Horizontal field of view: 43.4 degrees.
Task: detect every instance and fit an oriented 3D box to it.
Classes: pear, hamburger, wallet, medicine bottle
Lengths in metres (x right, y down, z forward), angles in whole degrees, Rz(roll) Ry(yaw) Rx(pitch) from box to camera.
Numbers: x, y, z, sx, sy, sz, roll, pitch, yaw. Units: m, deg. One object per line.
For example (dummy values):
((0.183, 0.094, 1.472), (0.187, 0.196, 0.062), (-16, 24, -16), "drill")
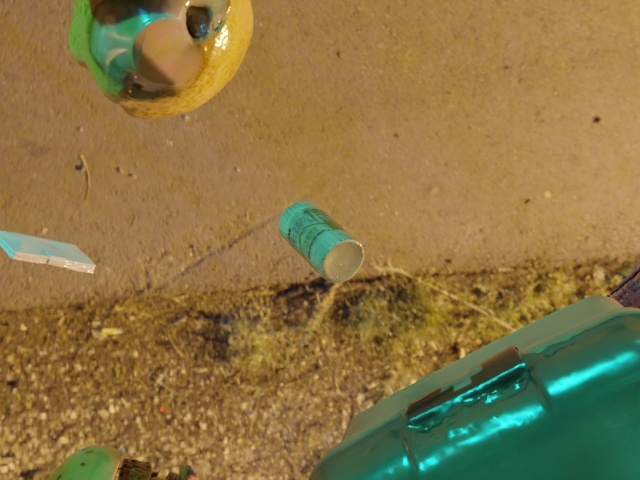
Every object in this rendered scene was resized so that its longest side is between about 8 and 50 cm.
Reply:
((-0.237, -0.312, 1.179), (0.271, 0.271, 0.271), (-7, 121, -12), "pear")
((-0.182, 0.250, 0.675), (0.137, 0.175, 0.175), (33, 107, -10), "hamburger")
((-0.240, 0.009, 0.705), (0.083, 0.044, 0.011), (16, 106, -48), "wallet")
((0.000, 0.000, 0.738), (0.047, 0.083, 0.047), (-16, 125, -25), "medicine bottle")

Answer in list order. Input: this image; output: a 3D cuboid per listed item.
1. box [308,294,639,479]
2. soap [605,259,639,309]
((0.110, 0.128, 0.430), (0.210, 0.129, 0.148), (-29, 92, 11), "box")
((0.459, 0.078, 1.122), (0.162, 0.099, 0.250), (-46, 168, -21), "soap")
